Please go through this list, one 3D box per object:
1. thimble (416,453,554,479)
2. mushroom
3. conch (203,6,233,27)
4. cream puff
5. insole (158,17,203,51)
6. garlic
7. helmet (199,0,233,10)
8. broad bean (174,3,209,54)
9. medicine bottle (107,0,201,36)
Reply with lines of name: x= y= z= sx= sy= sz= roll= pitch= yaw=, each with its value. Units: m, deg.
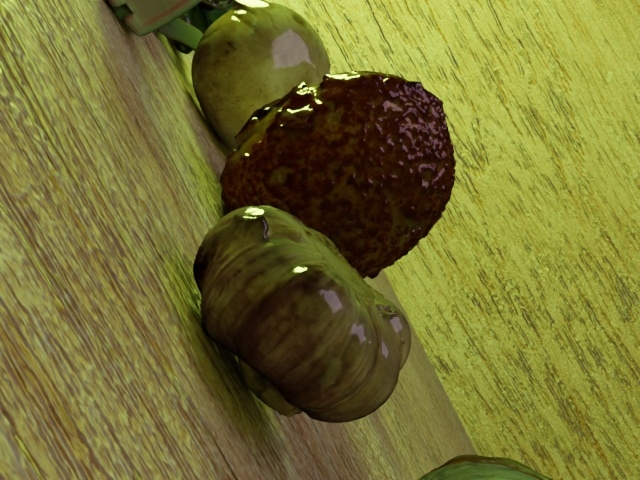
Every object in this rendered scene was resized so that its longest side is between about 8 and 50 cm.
thimble: x=0.180 y=0.363 z=0.974 sx=0.288 sy=0.254 sz=0.167 roll=37 pitch=1 yaw=5
mushroom: x=-0.093 y=-0.253 z=1.468 sx=0.184 sy=0.255 sz=0.255 roll=3 pitch=-54 yaw=56
conch: x=-0.188 y=-0.456 z=1.893 sx=0.176 sy=0.122 sz=0.188 roll=78 pitch=-5 yaw=-49
cream puff: x=0.032 y=-0.067 z=1.262 sx=0.350 sy=0.350 sz=0.228 roll=53 pitch=19 yaw=-59
insole: x=-0.220 y=-0.322 z=1.410 sx=0.188 sy=0.004 sz=0.064 roll=23 pitch=53 yaw=-61
garlic: x=-0.028 y=0.078 z=0.920 sx=0.245 sy=0.160 sz=0.245 roll=40 pitch=14 yaw=-12
helmet: x=-0.213 y=-0.518 z=1.713 sx=0.224 sy=0.130 sz=0.198 roll=-13 pitch=110 yaw=-56
broad bean: x=-0.218 y=-0.366 z=1.589 sx=0.292 sy=0.049 sz=0.144 roll=-57 pitch=123 yaw=-84
medicine bottle: x=-0.220 y=-0.359 z=1.227 sx=0.094 sy=0.119 sz=0.188 roll=54 pitch=12 yaw=-38
